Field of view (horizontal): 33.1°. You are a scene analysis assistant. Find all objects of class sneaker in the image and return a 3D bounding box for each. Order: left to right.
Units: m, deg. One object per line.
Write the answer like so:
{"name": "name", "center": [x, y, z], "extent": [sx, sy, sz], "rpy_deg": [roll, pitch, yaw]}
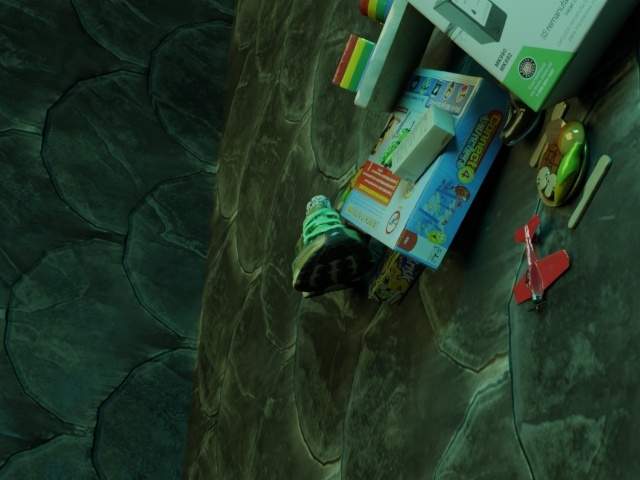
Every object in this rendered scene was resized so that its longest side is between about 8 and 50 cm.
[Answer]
{"name": "sneaker", "center": [0.000, 0.000, 2.054], "extent": [0.410, 0.158, 0.182], "rpy_deg": [108, 146, -80]}
{"name": "sneaker", "center": [0.301, -0.236, 1.618], "extent": [0.067, 0.078, 0.188], "rpy_deg": [-137, 60, -70]}

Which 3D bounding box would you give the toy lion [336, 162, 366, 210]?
{"name": "toy lion", "center": [0.076, -0.114, 2.292], "extent": [0.100, 0.034, 0.096], "rpy_deg": [-48, 21, 33]}

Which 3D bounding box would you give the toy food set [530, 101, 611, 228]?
{"name": "toy food set", "center": [0.331, -0.113, 1.507], "extent": [0.192, 0.038, 0.132], "rpy_deg": [-106, 33, -56]}

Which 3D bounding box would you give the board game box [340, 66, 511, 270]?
{"name": "board game box", "center": [0.177, -0.132, 1.816], "extent": [0.302, 0.086, 0.308], "rpy_deg": [-63, 19, 5]}

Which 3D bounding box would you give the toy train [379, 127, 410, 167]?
{"name": "toy train", "center": [0.127, -0.155, 1.814], "extent": [0.083, 0.017, 0.024], "rpy_deg": [-53, 32, 29]}

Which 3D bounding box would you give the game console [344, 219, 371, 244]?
{"name": "game console", "center": [0.072, 0.015, 2.276], "extent": [0.107, 0.071, 0.122], "rpy_deg": [32, 113, 39]}

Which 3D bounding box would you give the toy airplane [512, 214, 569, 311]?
{"name": "toy airplane", "center": [0.303, 0.028, 1.521], "extent": [0.151, 0.028, 0.151], "rpy_deg": [-169, 90, -74]}

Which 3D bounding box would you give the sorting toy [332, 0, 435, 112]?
{"name": "sorting toy", "center": [0.119, -0.359, 1.879], "extent": [0.255, 0.089, 0.257], "rpy_deg": [-68, -14, 11]}

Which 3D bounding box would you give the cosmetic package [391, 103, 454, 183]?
{"name": "cosmetic package", "center": [0.160, -0.150, 1.683], "extent": [0.115, 0.041, 0.060], "rpy_deg": [-50, 23, 36]}

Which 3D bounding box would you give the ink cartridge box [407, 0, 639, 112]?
{"name": "ink cartridge box", "center": [0.268, -0.351, 1.474], "extent": [0.289, 0.121, 0.211], "rpy_deg": [45, 134, 20]}

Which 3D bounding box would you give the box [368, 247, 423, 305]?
{"name": "box", "center": [0.145, 0.043, 1.947], "extent": [0.169, 0.059, 0.054], "rpy_deg": [120, 160, -45]}
